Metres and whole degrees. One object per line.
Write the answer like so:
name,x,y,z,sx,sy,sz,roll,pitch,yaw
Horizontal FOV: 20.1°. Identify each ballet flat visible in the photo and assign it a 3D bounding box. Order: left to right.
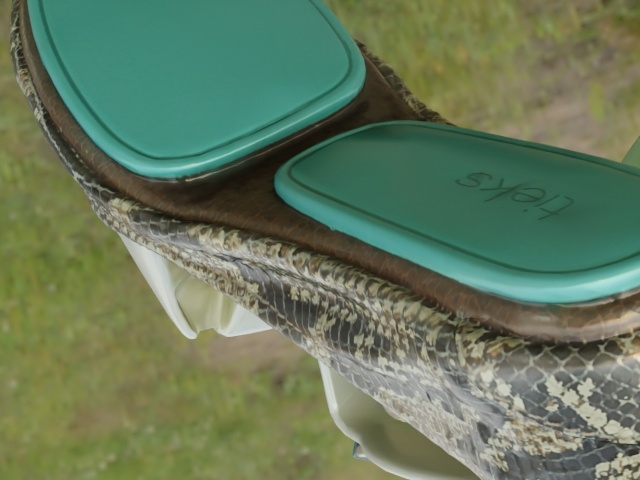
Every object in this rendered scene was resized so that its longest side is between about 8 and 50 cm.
ballet flat,0.000,0.000,0.801,0.164,0.182,0.483,-24,-145,-25

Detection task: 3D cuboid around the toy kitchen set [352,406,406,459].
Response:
toy kitchen set,0.139,0.128,1.633,0.207,0.166,0.122,9,175,-12

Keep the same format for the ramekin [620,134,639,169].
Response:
ramekin,0.195,0.072,0.729,0.148,0.303,0.303,23,155,-9
